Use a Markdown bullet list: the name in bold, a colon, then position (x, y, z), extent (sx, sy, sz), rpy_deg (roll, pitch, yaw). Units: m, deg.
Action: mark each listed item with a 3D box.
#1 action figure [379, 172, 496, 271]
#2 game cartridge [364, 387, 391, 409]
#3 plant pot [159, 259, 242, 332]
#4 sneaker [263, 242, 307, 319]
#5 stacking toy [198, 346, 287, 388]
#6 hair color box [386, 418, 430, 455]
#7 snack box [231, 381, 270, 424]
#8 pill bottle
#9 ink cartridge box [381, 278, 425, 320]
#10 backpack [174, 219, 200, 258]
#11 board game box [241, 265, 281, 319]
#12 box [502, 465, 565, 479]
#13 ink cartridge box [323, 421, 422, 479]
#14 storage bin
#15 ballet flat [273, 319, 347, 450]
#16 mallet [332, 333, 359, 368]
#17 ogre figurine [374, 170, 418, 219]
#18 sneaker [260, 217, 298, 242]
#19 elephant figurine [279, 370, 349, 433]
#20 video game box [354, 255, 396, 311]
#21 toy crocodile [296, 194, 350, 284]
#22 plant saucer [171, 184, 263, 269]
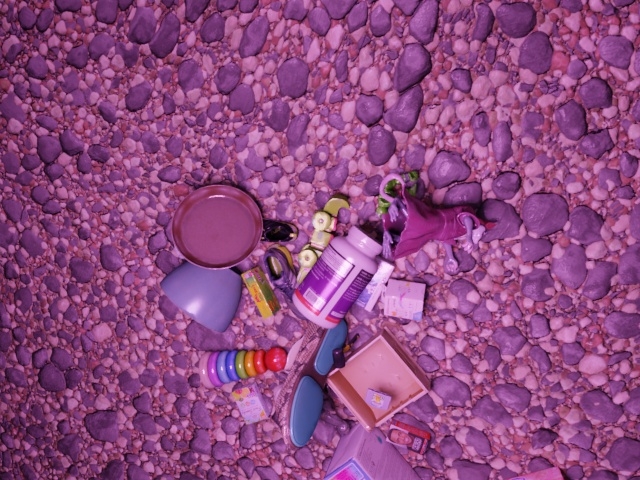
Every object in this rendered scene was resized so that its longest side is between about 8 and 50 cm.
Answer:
- **action figure**: position (0.368, -0.053, 1.420), extent (0.369, 0.248, 0.276), rpy_deg (-7, 69, -16)
- **game cartridge**: position (0.191, 0.531, 1.506), extent (0.083, 0.017, 0.056), rpy_deg (16, 105, 13)
- **plant pot**: position (-0.395, 0.163, 1.625), extent (0.290, 0.290, 0.195), rpy_deg (39, 87, 7)
- **sneaker**: position (-0.123, 0.157, 1.612), extent (0.111, 0.121, 0.300), rpy_deg (-32, 88, 17)
- **stacking toy**: position (-0.281, 0.466, 1.706), extent (0.330, 0.141, 0.141), rpy_deg (-11, 94, 9)
- **hair color box**: position (0.311, 0.700, 1.608), extent (0.141, 0.043, 0.072), rpy_deg (16, 102, 13)
- **snack box**: position (-0.271, 0.634, 1.761), extent (0.100, 0.037, 0.141), rpy_deg (-24, 91, 18)
- **pill bottle**: position (0.063, 0.114, 1.471), extent (0.181, 0.181, 0.323), rpy_deg (37, 98, 8)
- **ink cartridge box**: position (0.273, 0.197, 1.512), extent (0.143, 0.090, 0.092), rpy_deg (6, 126, 14)
- **backpack**: position (-0.447, -0.021, 1.669), extent (0.188, 0.144, 0.166), rpy_deg (-10, 89, 10)
- **board game box**: position (-0.215, 0.188, 1.657), extent (0.043, 0.092, 0.181), rpy_deg (-27, 90, 18)
- **box**: position (0.676, 0.882, 1.482), extent (0.299, 0.142, 0.154), rpy_deg (-26, 90, 17)
- **ink cartridge box**: position (0.218, 0.851, 1.536), extent (0.151, 0.270, 0.395), rpy_deg (-44, 85, 18)
- **storage bin**: position (0.202, 0.484, 1.568), extent (0.262, 0.123, 0.260), rpy_deg (-41, 85, 16)
- **ballet flat**: position (-0.056, 0.451, 1.499), extent (0.182, 0.483, 0.164), rpy_deg (-11, 129, 35)
- **mallet**: position (0.090, 0.359, 1.545), extent (0.039, 0.189, 0.062), rpy_deg (-4, 110, 28)
- **ogre figurine**: position (0.248, -0.136, 1.488), extent (0.118, 0.097, 0.197), rpy_deg (12, 112, 2)
- **sneaker**: position (-0.193, -0.036, 1.618), extent (0.234, 0.097, 0.084), rpy_deg (2, 97, 15)
- **elephant figurine**: position (-0.021, 0.586, 1.638), extent (0.169, 0.239, 0.186), rpy_deg (-19, 54, 40)
- **video game box**: position (0.130, 0.120, 1.579), extent (0.205, 0.048, 0.187), rpy_deg (28, 101, 10)
- **toy crocodile**: position (0.000, 0.000, 1.555), extent (0.105, 0.115, 0.341), rpy_deg (21, 98, 1)
- **plant saucer**: position (-0.357, -0.044, 1.572), extent (0.310, 0.050, 0.311), rpy_deg (2, 70, -7)
